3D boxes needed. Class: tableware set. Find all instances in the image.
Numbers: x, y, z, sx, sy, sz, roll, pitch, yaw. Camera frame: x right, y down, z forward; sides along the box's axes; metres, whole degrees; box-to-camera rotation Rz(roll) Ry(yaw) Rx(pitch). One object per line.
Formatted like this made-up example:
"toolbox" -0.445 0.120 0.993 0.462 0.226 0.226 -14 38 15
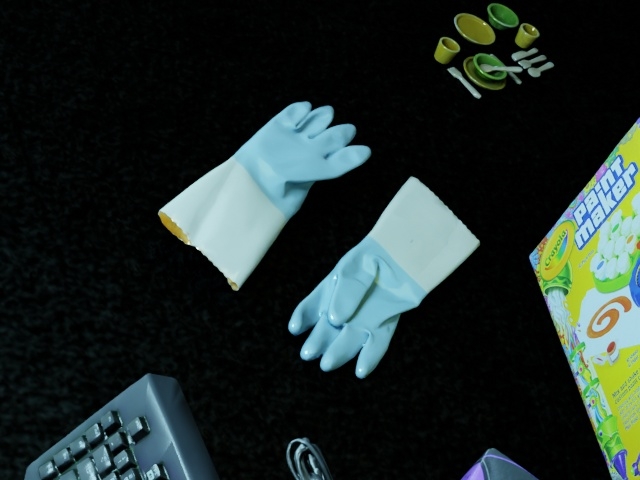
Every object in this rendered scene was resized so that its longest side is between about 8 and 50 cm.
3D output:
"tableware set" 0.174 -0.202 1.334 0.154 0.024 0.104 -25 65 -43

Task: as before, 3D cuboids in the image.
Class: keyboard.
"keyboard" -0.048 0.202 0.681 0.033 0.201 0.317 43 15 -54

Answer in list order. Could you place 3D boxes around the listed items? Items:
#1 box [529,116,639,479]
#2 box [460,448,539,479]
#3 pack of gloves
"box" 0.338 0.035 0.995 0.177 0.290 0.279 7 47 -25
"box" 0.145 0.281 0.748 0.270 0.143 0.165 36 43 6
"pack of gloves" 0.000 0.000 1.032 0.195 0.046 0.232 46 45 -1
